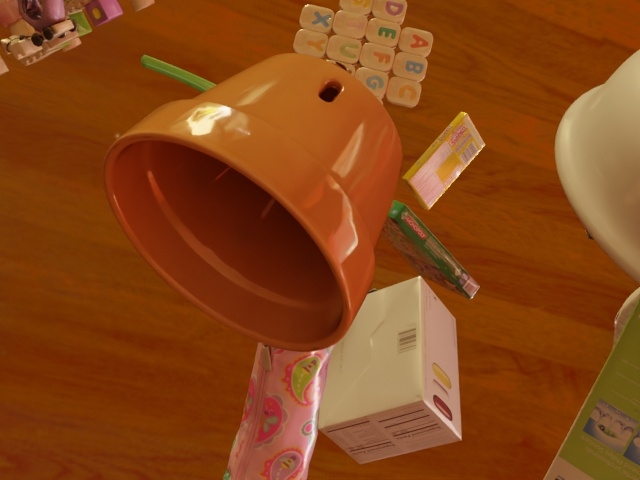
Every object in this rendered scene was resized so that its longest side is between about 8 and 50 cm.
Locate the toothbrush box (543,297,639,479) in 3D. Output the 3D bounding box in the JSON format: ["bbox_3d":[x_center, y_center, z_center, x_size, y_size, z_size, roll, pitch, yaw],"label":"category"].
[{"bbox_3d":[0.385,0.174,0.925,0.206,0.122,0.283,-19,132,-53],"label":"toothbrush box"}]

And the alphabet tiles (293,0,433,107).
[{"bbox_3d":[0.081,-0.380,1.666,0.278,0.021,0.284,14,77,0],"label":"alphabet tiles"}]

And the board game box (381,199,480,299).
[{"bbox_3d":[0.220,0.005,1.942,0.046,0.213,0.317,-50,121,-7],"label":"board game box"}]

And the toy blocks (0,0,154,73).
[{"bbox_3d":[-0.519,-0.476,1.467,0.288,0.309,0.260,-15,108,33],"label":"toy blocks"}]

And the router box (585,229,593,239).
[{"bbox_3d":[0.391,-0.053,1.012,0.092,0.038,0.122,8,122,4],"label":"router box"}]

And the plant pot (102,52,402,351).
[{"bbox_3d":[-0.047,-0.054,0.848,0.291,0.291,0.203,47,56,-15],"label":"plant pot"}]

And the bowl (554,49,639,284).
[{"bbox_3d":[0.335,-0.070,0.589,0.298,0.298,0.134,0,139,-14],"label":"bowl"}]

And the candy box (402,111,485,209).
[{"bbox_3d":[0.274,-0.176,1.803,0.206,0.027,0.105,-48,126,-10],"label":"candy box"}]

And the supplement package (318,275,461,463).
[{"bbox_3d":[0.125,0.230,1.450,0.204,0.262,0.145,-21,132,26],"label":"supplement package"}]

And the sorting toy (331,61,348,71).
[{"bbox_3d":[0.001,-0.222,1.071,0.102,0.061,0.042,29,81,29],"label":"sorting toy"}]

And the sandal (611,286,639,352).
[{"bbox_3d":[0.497,0.121,1.159,0.169,0.416,0.102,14,60,10],"label":"sandal"}]

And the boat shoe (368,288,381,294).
[{"bbox_3d":[0.038,0.123,1.666,0.206,0.065,0.075,-1,54,14],"label":"boat shoe"}]

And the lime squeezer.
[{"bbox_3d":[-0.136,-0.185,1.164,0.110,0.310,0.059,8,71,20],"label":"lime squeezer"}]

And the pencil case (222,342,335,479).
[{"bbox_3d":[-0.055,0.224,1.122,0.124,0.124,0.284,10,101,-15],"label":"pencil case"}]
